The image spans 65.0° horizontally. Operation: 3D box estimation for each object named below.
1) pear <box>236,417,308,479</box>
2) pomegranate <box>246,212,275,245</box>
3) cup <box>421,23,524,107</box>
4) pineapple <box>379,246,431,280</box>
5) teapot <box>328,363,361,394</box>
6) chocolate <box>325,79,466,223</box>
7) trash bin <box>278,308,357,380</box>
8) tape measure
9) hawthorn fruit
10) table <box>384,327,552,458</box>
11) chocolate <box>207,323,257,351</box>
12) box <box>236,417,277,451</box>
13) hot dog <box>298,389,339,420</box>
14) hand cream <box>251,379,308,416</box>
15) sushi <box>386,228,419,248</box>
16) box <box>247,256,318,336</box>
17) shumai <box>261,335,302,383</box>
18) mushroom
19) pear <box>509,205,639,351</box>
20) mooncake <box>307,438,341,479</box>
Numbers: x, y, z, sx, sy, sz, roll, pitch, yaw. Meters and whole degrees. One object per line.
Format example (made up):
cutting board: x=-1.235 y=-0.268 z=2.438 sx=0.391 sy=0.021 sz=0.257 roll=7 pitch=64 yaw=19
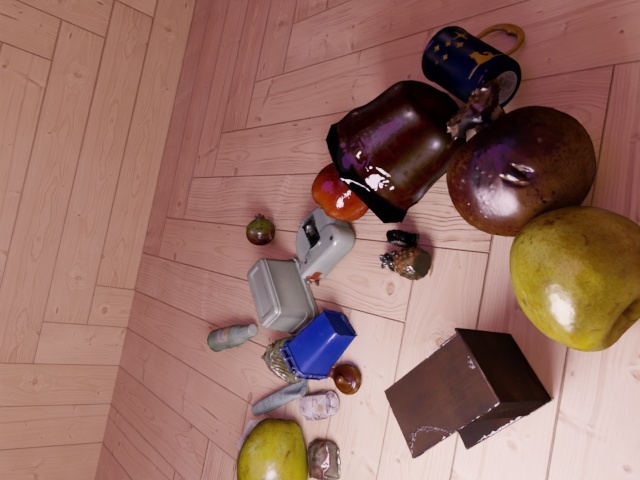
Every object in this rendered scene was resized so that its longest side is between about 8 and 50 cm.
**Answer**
pear: x=-0.165 y=0.778 z=1.757 sx=0.253 sy=0.253 sz=0.307 roll=-20 pitch=51 yaw=45
pomegranate: x=-0.267 y=-0.044 z=2.204 sx=0.129 sy=0.130 sz=0.159 roll=-66 pitch=22 yaw=12
cup: x=0.461 y=-0.527 z=1.448 sx=0.255 sy=0.179 sz=0.256 roll=-58 pitch=45 yaw=23
pineapple: x=0.257 y=0.066 z=1.584 sx=0.198 sy=0.108 sz=0.108 roll=8 pitch=85 yaw=60
teapot: x=0.078 y=0.464 z=1.686 sx=0.129 sy=0.078 sz=0.098 roll=17 pitch=93 yaw=50
chocolate: x=0.262 y=-0.290 z=1.497 sx=0.331 sy=0.384 sz=0.383 roll=-30 pitch=58 yaw=33
trash bin: x=-0.008 y=0.362 z=1.747 sx=0.234 sy=0.184 sz=0.162 roll=-50 pitch=48 yaw=21
tape measure: x=0.001 y=0.001 z=1.870 sx=0.243 sy=0.125 sz=0.246 roll=-46 pitch=49 yaw=32
hawthorn fruit: x=0.107 y=-0.191 z=1.743 sx=0.261 sy=0.224 sz=0.224 roll=-34 pitch=55 yaw=25
table: x=0.358 y=0.383 z=1.254 sx=0.282 sy=0.251 sz=0.196 roll=-49 pitch=48 yaw=30
chocolate: x=-0.385 y=0.422 z=2.226 sx=0.291 sy=0.110 sz=0.110 roll=-23 pitch=63 yaw=42
box: x=-0.233 y=0.751 z=1.927 sx=0.051 sy=0.129 sz=0.130 roll=42 pitch=112 yaw=46
hot dog: x=-0.005 y=0.582 z=1.773 sx=0.192 sy=0.053 sz=0.099 roll=-26 pitch=61 yaw=39
hand cream: x=-0.158 y=0.605 z=1.933 sx=0.331 sy=0.058 sz=0.085 roll=-39 pitch=18 yaw=37
sushi: x=0.254 y=-0.006 z=1.611 sx=0.085 sy=0.083 sz=0.056 roll=9 pitch=88 yaw=49
box: x=-0.161 y=0.208 z=1.958 sx=0.175 sy=0.183 sz=0.311 roll=-46 pitch=48 yaw=31
shumai: x=-0.134 y=0.462 z=1.900 sx=0.142 sy=0.184 sz=0.184 roll=127 pitch=140 yaw=-60
mushroom: x=0.471 y=-0.182 z=1.267 sx=0.331 sy=0.334 sz=0.356 roll=-47 pitch=19 yaw=8
pear: x=0.553 y=0.069 z=1.082 sx=0.304 sy=0.304 sz=0.303 roll=-17 pitch=67 yaw=46
mooncake: x=0.003 y=0.744 z=1.702 sx=0.125 sy=0.073 sz=0.129 roll=-20 pitch=63 yaw=47
